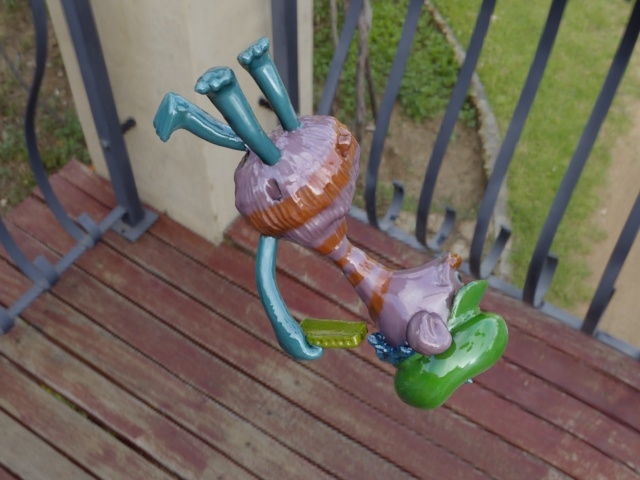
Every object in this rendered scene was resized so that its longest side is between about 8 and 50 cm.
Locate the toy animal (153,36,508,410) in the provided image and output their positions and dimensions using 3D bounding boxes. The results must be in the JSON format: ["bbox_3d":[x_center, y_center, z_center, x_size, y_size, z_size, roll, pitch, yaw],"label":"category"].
[{"bbox_3d":[0.000,0.000,0.438,0.103,0.100,0.208,-41,105,-4],"label":"toy animal"}]
